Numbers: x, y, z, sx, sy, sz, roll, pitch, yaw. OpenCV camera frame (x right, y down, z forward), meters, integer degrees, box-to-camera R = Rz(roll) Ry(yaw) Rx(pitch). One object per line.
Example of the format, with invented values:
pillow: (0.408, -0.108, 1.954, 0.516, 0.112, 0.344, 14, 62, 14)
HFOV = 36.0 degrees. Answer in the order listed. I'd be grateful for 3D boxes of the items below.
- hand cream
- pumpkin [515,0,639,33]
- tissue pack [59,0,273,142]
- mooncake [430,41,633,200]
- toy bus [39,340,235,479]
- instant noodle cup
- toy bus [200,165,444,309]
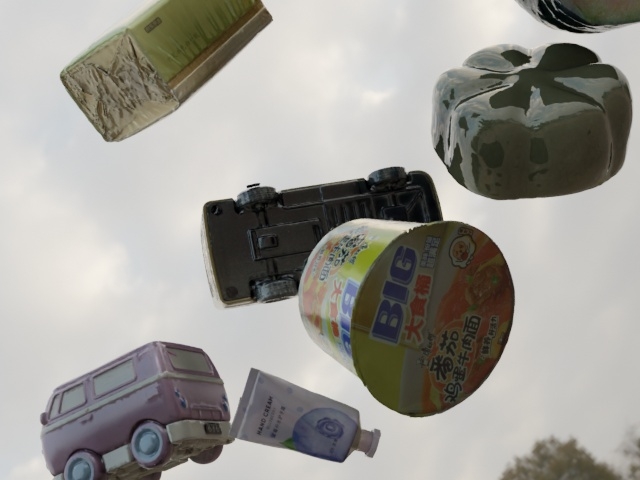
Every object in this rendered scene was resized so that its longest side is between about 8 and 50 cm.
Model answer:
hand cream: (-0.012, 0.178, 0.953, 0.053, 0.142, 0.084, -84, 13, -66)
pumpkin: (0.335, -0.413, 1.312, 0.263, 0.293, 0.197, -27, 8, -13)
tissue pack: (-0.190, -0.246, 1.239, 0.125, 0.159, 0.234, 55, -134, -18)
mooncake: (0.275, -0.165, 1.292, 0.275, 0.275, 0.135, -28, -48, -28)
toy bus: (-0.219, 0.215, 1.159, 0.202, 0.142, 0.142, -27, -19, 18)
instant noodle cup: (0.078, 0.069, 1.024, 0.205, 0.153, 0.205, -5, -80, -30)
toy bus: (0.000, 0.000, 1.529, 0.365, 0.177, 0.202, -9, -9, -13)
